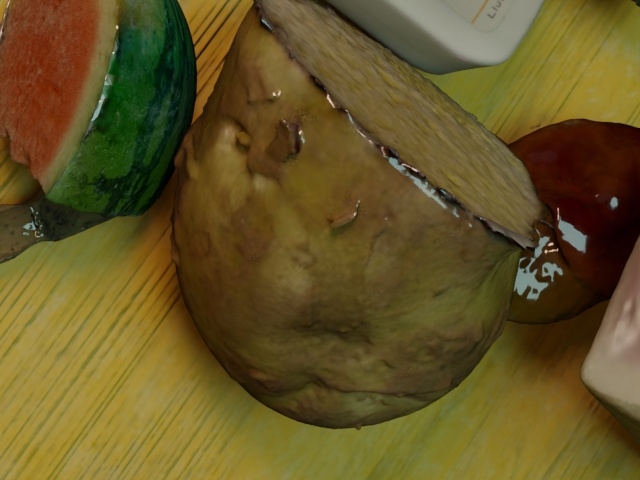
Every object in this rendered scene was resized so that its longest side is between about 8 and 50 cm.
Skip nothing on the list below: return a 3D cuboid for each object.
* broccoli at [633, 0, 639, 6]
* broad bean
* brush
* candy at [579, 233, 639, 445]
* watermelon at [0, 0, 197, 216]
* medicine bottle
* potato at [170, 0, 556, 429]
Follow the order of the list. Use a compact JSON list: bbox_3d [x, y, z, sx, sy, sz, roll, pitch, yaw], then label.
[{"bbox_3d":[0.356,-0.287,1.329,0.252,0.361,0.221,-62,150,-5],"label":"broccoli"},{"bbox_3d":[0.203,-0.018,1.399,0.229,0.122,0.156,-24,110,-32],"label":"broad bean"},{"bbox_3d":[-0.219,-0.009,1.180,0.248,0.036,0.043,-27,114,-35],"label":"brush"},{"bbox_3d":[0.355,0.105,1.426,0.208,0.145,0.359,-62,146,-9],"label":"candy"},{"bbox_3d":[-0.128,-0.119,1.175,0.146,0.128,0.231,23,76,-45],"label":"watermelon"},{"bbox_3d":[0.032,-0.271,1.258,0.324,0.124,0.179,34,71,-30],"label":"medicine bottle"},{"bbox_3d":[0.000,0.000,1.211,0.289,0.301,0.237,43,107,2],"label":"potato"}]
